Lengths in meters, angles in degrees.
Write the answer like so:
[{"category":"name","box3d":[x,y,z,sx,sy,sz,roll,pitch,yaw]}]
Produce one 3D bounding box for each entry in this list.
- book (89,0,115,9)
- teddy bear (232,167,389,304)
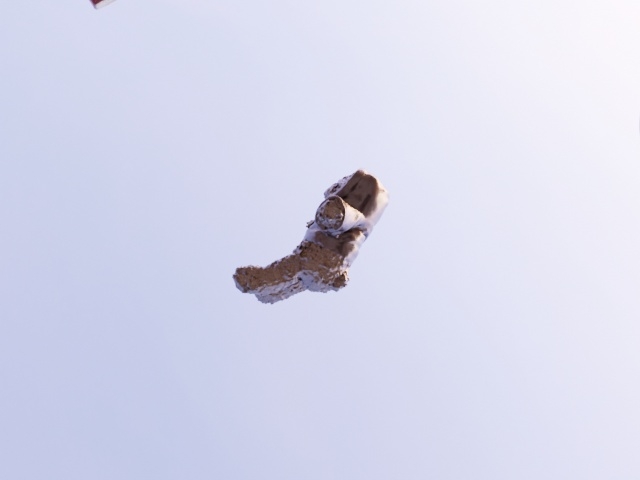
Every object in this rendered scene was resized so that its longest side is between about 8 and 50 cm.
[{"category":"book","box3d":[-0.206,-0.356,0.567,0.162,0.022,0.232,-34,-84,-7]},{"category":"teddy bear","box3d":[0.004,0.008,0.549,0.160,0.119,0.078,-45,-107,0]}]
